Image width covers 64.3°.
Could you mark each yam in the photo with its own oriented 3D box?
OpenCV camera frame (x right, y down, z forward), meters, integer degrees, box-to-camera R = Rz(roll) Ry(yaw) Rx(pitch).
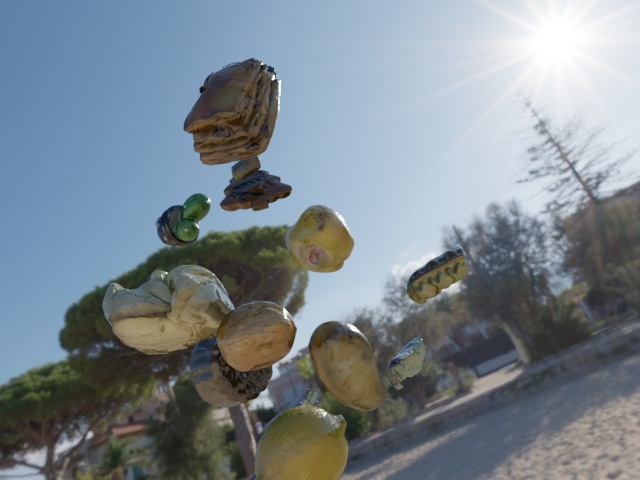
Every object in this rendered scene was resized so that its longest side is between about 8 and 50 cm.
[{"bbox_3d":[-0.279,-0.273,1.905,0.146,0.069,0.070,-42,-8,-33],"label":"yam"}]

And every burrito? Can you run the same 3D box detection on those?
[{"bbox_3d":[0.333,0.482,2.003,0.089,0.144,0.228,10,15,36],"label":"burrito"}]

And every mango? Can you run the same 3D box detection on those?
[{"bbox_3d":[0.082,0.394,1.580,0.176,0.330,0.176,-15,24,18],"label":"mango"}]

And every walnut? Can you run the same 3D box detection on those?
[{"bbox_3d":[-0.174,0.263,1.416,0.221,0.196,0.195,-12,-20,-1],"label":"walnut"}]

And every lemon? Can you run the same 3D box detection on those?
[{"bbox_3d":[-0.042,0.461,1.099,0.244,0.187,0.187,-36,-13,-26],"label":"lemon"}]

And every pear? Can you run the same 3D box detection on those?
[{"bbox_3d":[0.000,0.000,1.969,0.271,0.271,0.271,-21,-20,-8],"label":"pear"}]

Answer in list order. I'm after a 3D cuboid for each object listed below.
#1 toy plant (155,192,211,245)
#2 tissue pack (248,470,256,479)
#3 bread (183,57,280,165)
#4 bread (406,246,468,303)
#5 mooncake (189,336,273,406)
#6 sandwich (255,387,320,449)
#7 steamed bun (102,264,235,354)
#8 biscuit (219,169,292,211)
[{"bbox_3d":[-0.556,-0.077,2.095,0.235,0.218,0.175,-22,-45,34],"label":"toy plant"},{"bbox_3d":[-0.094,0.974,1.932,0.125,0.343,0.242,-55,-22,11],"label":"tissue pack"},{"bbox_3d":[-0.275,-0.406,1.556,0.277,0.325,0.167,-6,-25,27],"label":"bread"},{"bbox_3d":[0.373,0.110,1.650,0.232,0.128,0.088,-39,-58,21],"label":"bread"},{"bbox_3d":[-0.295,0.424,1.769,0.161,0.291,0.290,-20,-13,41],"label":"mooncake"},{"bbox_3d":[-0.127,0.656,1.866,0.212,0.063,0.245,-35,4,25],"label":"sandwich"},{"bbox_3d":[-0.439,0.194,1.528,0.371,0.231,0.325,-7,-26,-10],"label":"steamed bun"},{"bbox_3d":[-0.268,-0.208,1.971,0.278,0.301,0.043,-18,-51,-12],"label":"biscuit"}]
